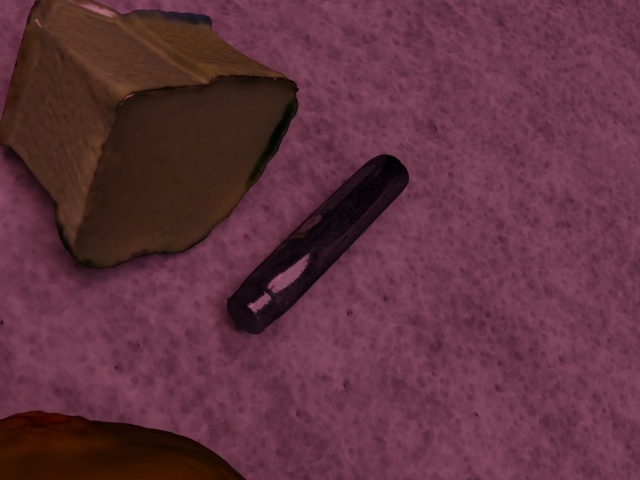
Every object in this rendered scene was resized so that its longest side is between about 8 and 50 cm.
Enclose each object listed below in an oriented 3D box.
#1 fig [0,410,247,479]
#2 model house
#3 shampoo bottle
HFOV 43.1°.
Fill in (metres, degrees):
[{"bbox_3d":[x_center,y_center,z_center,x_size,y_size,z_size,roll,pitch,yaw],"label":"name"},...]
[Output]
[{"bbox_3d":[-0.172,0.272,0.473,0.343,0.343,0.343,10,68,-25],"label":"fig"},{"bbox_3d":[-0.164,-0.115,0.717,0.189,0.195,0.214,45,38,22],"label":"model house"},{"bbox_3d":[0.000,0.000,0.790,0.049,0.087,0.234,48,57,-5],"label":"shampoo bottle"}]
